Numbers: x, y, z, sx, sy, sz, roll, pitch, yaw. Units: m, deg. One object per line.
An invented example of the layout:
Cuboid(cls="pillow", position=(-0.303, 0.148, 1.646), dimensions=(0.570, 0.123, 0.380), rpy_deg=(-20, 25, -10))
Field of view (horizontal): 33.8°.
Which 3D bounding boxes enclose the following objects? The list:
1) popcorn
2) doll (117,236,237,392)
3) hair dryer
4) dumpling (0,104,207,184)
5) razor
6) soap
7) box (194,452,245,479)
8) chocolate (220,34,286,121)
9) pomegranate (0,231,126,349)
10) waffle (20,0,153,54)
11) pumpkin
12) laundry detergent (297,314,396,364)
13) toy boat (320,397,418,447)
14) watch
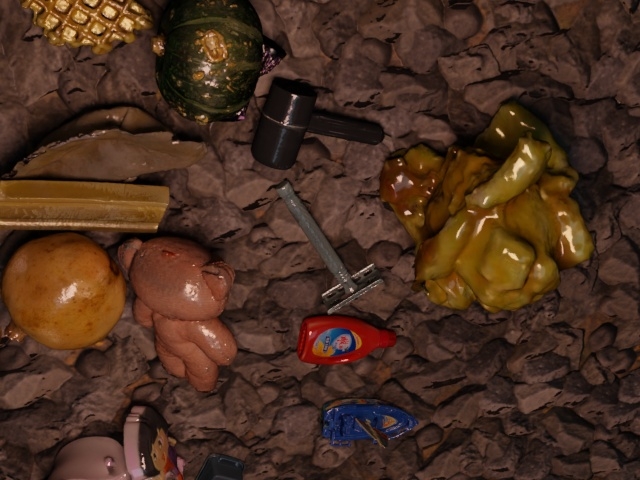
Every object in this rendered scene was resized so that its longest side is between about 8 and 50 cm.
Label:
Cuboid(cls="popcorn", position=(0.279, -0.050, 1.603), dimensions=(0.290, 0.326, 0.321), rpy_deg=(37, 148, -30))
Cuboid(cls="doll", position=(-0.201, 0.106, 1.657), dimensions=(0.201, 0.156, 0.303), rpy_deg=(21, 142, 20))
Cuboid(cls="hair dryer", position=(0.010, -0.165, 1.595), dimensions=(0.219, 0.071, 0.124), rpy_deg=(6, 118, -25))
Cuboid(cls="dumpling", position=(-0.338, -0.135, 1.515), dimensions=(0.332, 0.086, 0.166), rpy_deg=(-17, 152, -4))
Cuboid(cls="razor", position=(0.000, 0.000, 1.683), dimensions=(0.106, 0.068, 0.232), rpy_deg=(-31, 113, 4))
Cuboid(cls="soap", position=(-0.351, -0.049, 1.540), dimensions=(0.252, 0.037, 0.092), rpy_deg=(2, 149, -24))
Cuboid(cls="box", position=(-0.180, 0.434, 1.865), dimensions=(0.074, 0.054, 0.099), rpy_deg=(21, 112, -19))
Cuboid(cls="chocolate", position=(-0.112, -0.231, 1.534), dimensions=(0.147, 0.072, 0.070), rpy_deg=(-49, 158, 23))
Cuboid(cls="pomegranate", position=(-0.389, 0.083, 1.567), dimensions=(0.196, 0.196, 0.196), rpy_deg=(-5, 118, -10))
Cuboid(cls="waffle", position=(-0.329, -0.342, 1.430), dimensions=(0.160, 0.046, 0.192), rpy_deg=(-19, 120, 0))
Cuboid(cls="pumpkin", position=(-0.155, -0.255, 1.430), dimensions=(0.146, 0.190, 0.190), rpy_deg=(-13, 121, -28))
Cuboid(cls="laundry detergent", position=(0.047, 0.171, 1.781), dimensions=(0.165, 0.049, 0.097), rpy_deg=(3, 123, -15))
Cuboid(cls="toy boat", position=(0.092, 0.331, 1.840), dimensions=(0.175, 0.110, 0.091), rpy_deg=(-1, 118, -14))
Cuboid(cls="watch", position=(-0.354, 0.406, 1.768), dimensions=(0.231, 0.196, 0.244), rpy_deg=(-6, 120, 15))
